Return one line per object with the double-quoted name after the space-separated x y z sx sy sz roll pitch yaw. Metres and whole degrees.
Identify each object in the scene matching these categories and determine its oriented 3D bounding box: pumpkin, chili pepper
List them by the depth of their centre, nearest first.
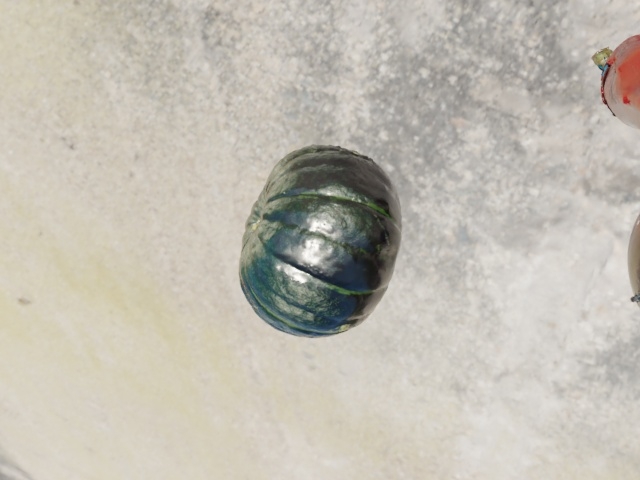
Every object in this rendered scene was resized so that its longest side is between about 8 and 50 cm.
0.357 -0.160 0.874 0.110 0.387 0.110 2 105 7 "chili pepper"
0.000 0.000 0.932 0.161 0.221 0.220 19 154 -17 "pumpkin"

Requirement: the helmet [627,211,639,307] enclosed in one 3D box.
0.410 0.017 0.847 0.193 0.216 0.189 47 177 23 "helmet"
